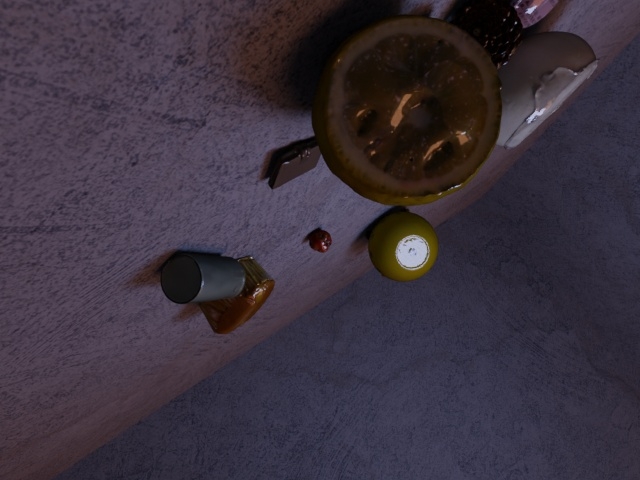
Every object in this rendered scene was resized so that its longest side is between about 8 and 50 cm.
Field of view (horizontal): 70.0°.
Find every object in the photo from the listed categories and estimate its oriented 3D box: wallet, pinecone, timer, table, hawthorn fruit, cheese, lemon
[{"bbox_3d":[-0.057,-0.190,1.104,0.153,0.039,0.118,-31,166,-34],"label":"wallet"},{"bbox_3d":[0.378,-0.467,1.048,0.163,0.163,0.165,-46,173,30],"label":"pinecone"},{"bbox_3d":[0.388,0.025,2.243,0.376,0.376,0.387,-37,-170,0],"label":"timer"},{"bbox_3d":[-0.308,0.101,1.225,0.126,0.126,0.220,-41,165,13],"label":"table"},{"bbox_3d":[0.000,0.000,1.711,0.093,0.093,0.093,-34,165,-11],"label":"hawthorn fruit"},{"bbox_3d":[0.515,-0.582,1.168,0.286,0.074,0.189,-43,164,34],"label":"cheese"},{"bbox_3d":[0.153,-0.237,0.895,0.364,0.364,0.364,-34,165,-11],"label":"lemon"}]

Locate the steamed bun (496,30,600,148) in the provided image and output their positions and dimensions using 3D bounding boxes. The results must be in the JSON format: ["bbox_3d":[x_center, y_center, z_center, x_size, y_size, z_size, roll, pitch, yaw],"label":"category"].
[{"bbox_3d":[0.634,-0.477,1.418,0.374,0.241,0.374,-40,166,-12],"label":"steamed bun"}]

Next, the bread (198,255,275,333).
[{"bbox_3d":[-0.274,0.191,1.515,0.204,0.156,0.288,-22,158,-50],"label":"bread"}]
